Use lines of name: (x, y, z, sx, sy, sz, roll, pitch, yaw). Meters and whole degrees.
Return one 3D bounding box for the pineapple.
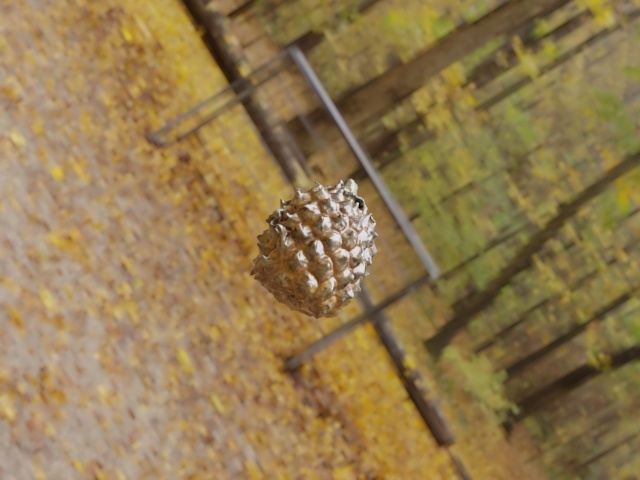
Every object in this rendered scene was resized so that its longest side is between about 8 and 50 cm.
pineapple: (0.000, 0.000, 1.873, 0.166, 0.193, 0.166, 25, -18, 9)
